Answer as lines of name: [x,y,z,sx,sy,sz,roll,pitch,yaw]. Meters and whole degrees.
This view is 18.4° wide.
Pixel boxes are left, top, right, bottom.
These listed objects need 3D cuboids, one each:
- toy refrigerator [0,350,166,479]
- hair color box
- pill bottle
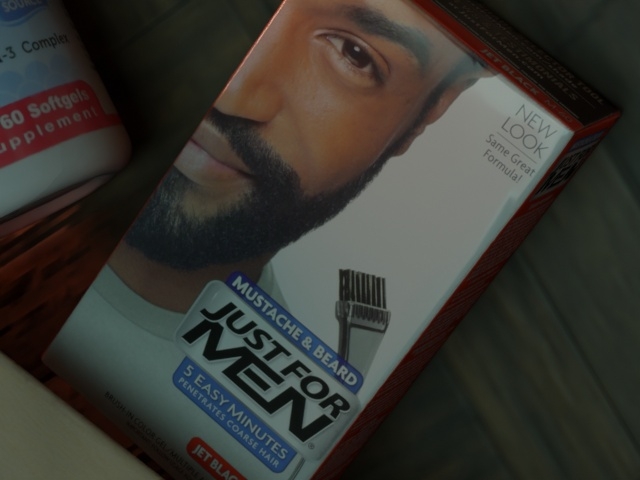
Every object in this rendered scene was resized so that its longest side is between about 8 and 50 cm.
toy refrigerator: [-0.106,0.094,0.605,0.269,0.102,0.094,37,73,8]
hair color box: [0.000,0.000,0.594,0.093,0.053,0.167,40,112,12]
pill bottle: [-0.129,-0.077,0.614,0.087,0.087,0.160,-27,90,25]
